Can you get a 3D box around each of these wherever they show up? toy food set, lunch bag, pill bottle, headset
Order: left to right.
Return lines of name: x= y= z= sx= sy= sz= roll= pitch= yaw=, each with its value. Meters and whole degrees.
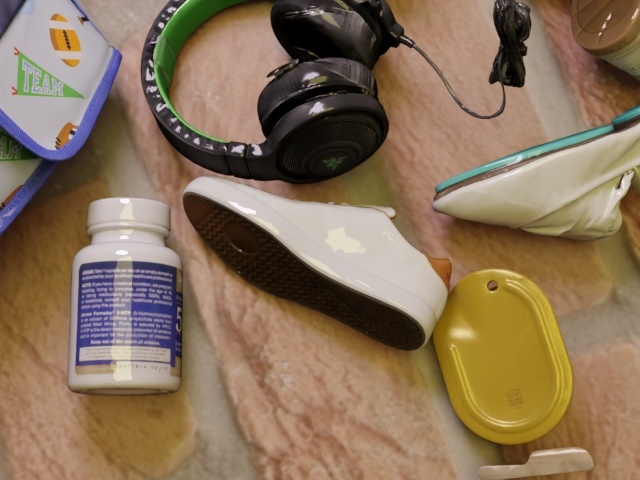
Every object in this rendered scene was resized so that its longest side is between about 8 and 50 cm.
lunch bag: x=-0.404 y=-0.145 z=0.979 sx=0.385 sy=0.239 sz=0.328 roll=-53 pitch=124 yaw=-17
pill bottle: x=-0.192 y=0.057 z=1.065 sx=0.112 sy=0.112 sz=0.187 roll=0 pitch=78 yaw=-4
headset: x=0.009 y=-0.188 z=1.081 sx=0.394 sy=0.185 sz=0.243 roll=4 pitch=66 yaw=7
toy food set: x=0.197 y=0.138 z=1.102 sx=0.128 sy=0.071 sz=0.218 roll=-18 pitch=76 yaw=17

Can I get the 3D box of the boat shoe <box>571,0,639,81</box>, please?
boat shoe: x=0.359 y=-0.336 z=1.199 sx=0.110 sy=0.121 sz=0.341 roll=27 pitch=68 yaw=-33

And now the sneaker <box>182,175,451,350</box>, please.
sneaker: x=0.000 y=0.000 z=1.111 sx=0.290 sy=0.106 sz=0.123 roll=29 pitch=54 yaw=4

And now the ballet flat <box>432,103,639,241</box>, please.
ballet flat: x=0.316 y=-0.075 z=1.126 sx=0.400 sy=0.139 sz=0.139 roll=-24 pitch=80 yaw=-12
